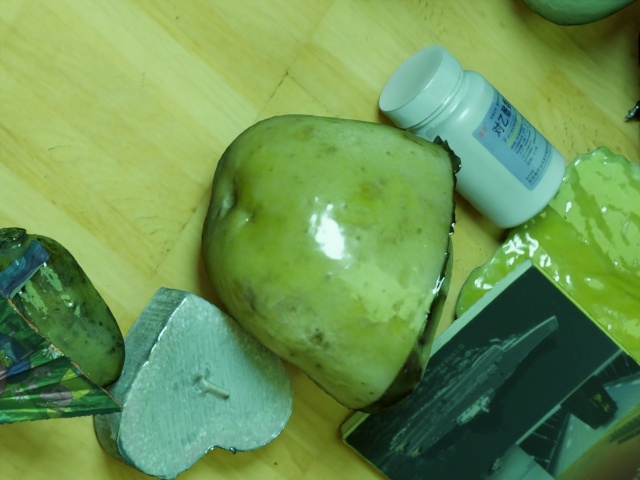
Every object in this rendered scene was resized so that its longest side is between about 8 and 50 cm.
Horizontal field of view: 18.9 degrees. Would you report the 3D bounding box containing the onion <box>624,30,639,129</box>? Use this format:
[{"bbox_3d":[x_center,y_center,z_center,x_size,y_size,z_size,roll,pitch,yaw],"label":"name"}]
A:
[{"bbox_3d":[0.447,-0.161,2.060,0.314,0.232,0.314,23,58,-43],"label":"onion"}]

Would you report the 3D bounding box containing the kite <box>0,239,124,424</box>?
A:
[{"bbox_3d":[-0.328,0.080,1.673,0.321,0.016,0.234,44,95,3],"label":"kite"}]

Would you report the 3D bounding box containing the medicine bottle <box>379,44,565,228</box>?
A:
[{"bbox_3d":[0.153,-0.105,1.945,0.187,0.103,0.102,42,70,-23],"label":"medicine bottle"}]

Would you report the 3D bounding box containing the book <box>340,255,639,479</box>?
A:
[{"bbox_3d":[0.237,0.219,1.966,0.262,0.028,0.374,-44,113,9],"label":"book"}]

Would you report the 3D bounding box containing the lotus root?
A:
[{"bbox_3d":[-0.242,0.062,1.727,0.089,0.080,0.179,-35,112,-4],"label":"lotus root"}]

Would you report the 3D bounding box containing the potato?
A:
[{"bbox_3d":[0.000,0.000,1.800,0.242,0.242,0.285,25,74,-28],"label":"potato"}]

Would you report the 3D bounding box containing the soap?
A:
[{"bbox_3d":[0.354,0.127,2.054,0.427,0.115,0.306,44,69,-22],"label":"soap"}]

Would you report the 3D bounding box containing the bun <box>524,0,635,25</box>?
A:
[{"bbox_3d":[0.292,-0.360,1.927,0.187,0.293,0.293,48,68,-16],"label":"bun"}]

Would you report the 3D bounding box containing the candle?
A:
[{"bbox_3d":[-0.123,0.127,1.803,0.192,0.068,0.168,-13,99,-31],"label":"candle"}]
